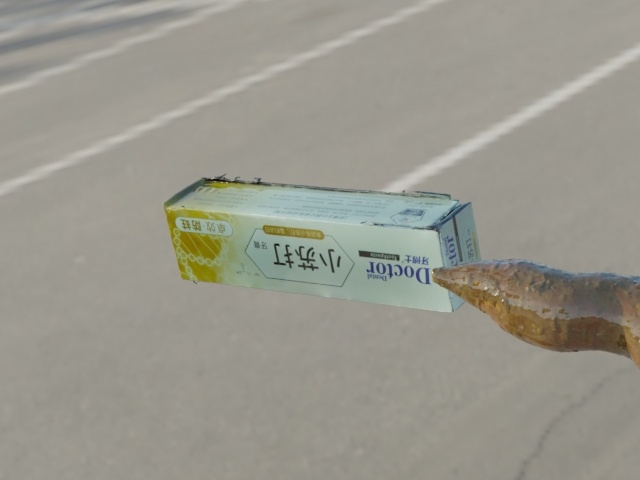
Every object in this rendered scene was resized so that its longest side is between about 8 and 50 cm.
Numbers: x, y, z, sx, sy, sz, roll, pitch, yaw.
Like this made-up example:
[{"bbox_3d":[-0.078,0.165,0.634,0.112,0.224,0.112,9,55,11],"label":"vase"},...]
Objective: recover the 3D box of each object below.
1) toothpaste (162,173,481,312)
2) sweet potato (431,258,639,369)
[{"bbox_3d":[0.000,0.000,1.479,0.313,0.089,0.071,6,28,36],"label":"toothpaste"},{"bbox_3d":[0.171,0.046,0.993,0.218,0.051,0.065,20,58,23],"label":"sweet potato"}]
